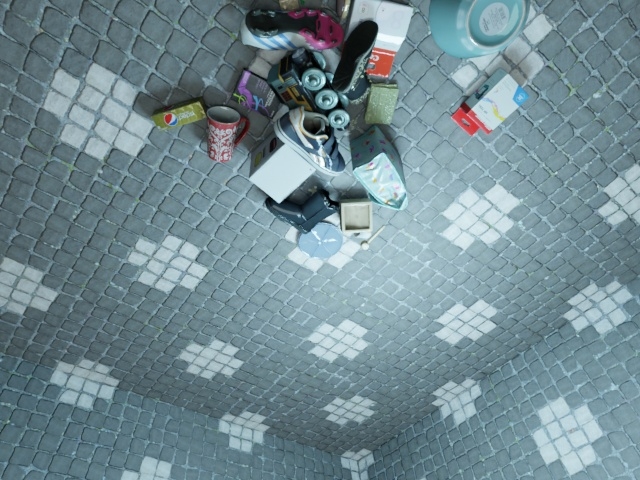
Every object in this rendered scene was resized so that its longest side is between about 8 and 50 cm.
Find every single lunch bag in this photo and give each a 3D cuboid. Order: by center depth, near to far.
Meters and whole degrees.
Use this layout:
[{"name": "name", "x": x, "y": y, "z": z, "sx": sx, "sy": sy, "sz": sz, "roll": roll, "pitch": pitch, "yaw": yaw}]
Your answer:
[{"name": "lunch bag", "x": 0.232, "y": -0.258, "z": 1.598, "sx": 0.160, "sy": 0.223, "sz": 0.262, "roll": -29, "pitch": 127, "yaw": 23}]

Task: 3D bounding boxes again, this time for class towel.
[{"name": "towel", "x": 0.219, "y": -0.492, "z": 1.541, "sx": 0.110, "sy": 0.027, "sz": 0.148, "roll": 0, "pitch": 126, "yaw": -7}]

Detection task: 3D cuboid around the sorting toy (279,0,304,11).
[{"name": "sorting toy", "x": -0.082, "y": -0.731, "z": 1.336, "sx": 0.084, "sy": 0.012, "sz": 0.061, "roll": -13, "pitch": 130, "yaw": 4}]

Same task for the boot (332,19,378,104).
[{"name": "boot", "x": 0.130, "y": -0.574, "z": 1.402, "sx": 0.085, "sy": 0.179, "sz": 0.236, "roll": 30, "pitch": 99, "yaw": 18}]

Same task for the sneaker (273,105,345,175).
[{"name": "sneaker", "x": 0.001, "y": -0.331, "z": 1.448, "sx": 0.128, "sy": 0.126, "sz": 0.321, "roll": -29, "pitch": 141, "yaw": 33}]

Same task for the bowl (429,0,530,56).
[{"name": "bowl", "x": 0.512, "y": -0.707, "z": 1.321, "sx": 0.312, "sy": 0.163, "sz": 0.311, "roll": -3, "pitch": 127, "yaw": -4}]

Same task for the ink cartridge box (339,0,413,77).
[{"name": "ink cartridge box", "x": 0.175, "y": -0.658, "z": 1.393, "sx": 0.189, "sy": 0.066, "sz": 0.232, "roll": 6, "pitch": 122, "yaw": -11}]

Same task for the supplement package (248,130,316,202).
[{"name": "supplement package", "x": -0.140, "y": -0.287, "z": 1.551, "sx": 0.194, "sy": 0.203, "sz": 0.149, "roll": -39, "pitch": 121, "yaw": 21}]

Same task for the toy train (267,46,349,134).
[{"name": "toy train", "x": -0.030, "y": -0.484, "z": 1.443, "sx": 0.191, "sy": 0.142, "sz": 0.334, "roll": -17, "pitch": 142, "yaw": 23}]

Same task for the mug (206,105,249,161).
[{"name": "mug", "x": -0.334, "y": -0.371, "z": 1.522, "sx": 0.151, "sy": 0.113, "sz": 0.169, "roll": 5, "pitch": 135, "yaw": -15}]

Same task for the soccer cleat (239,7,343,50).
[{"name": "soccer cleat", "x": -0.095, "y": -0.657, "z": 1.345, "sx": 0.332, "sy": 0.143, "sz": 0.115, "roll": -5, "pitch": 93, "yaw": -25}]

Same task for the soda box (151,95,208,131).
[{"name": "soda box", "x": -0.488, "y": -0.441, "z": 1.489, "sx": 0.182, "sy": 0.058, "sz": 0.061, "roll": -15, "pitch": 127, "yaw": 5}]

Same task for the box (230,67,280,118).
[{"name": "box", "x": -0.215, "y": -0.507, "z": 1.484, "sx": 0.162, "sy": 0.029, "sz": 0.116, "roll": 20, "pitch": 123, "yaw": -21}]

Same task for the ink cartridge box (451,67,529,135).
[{"name": "ink cartridge box", "x": 0.611, "y": -0.486, "z": 1.552, "sx": 0.134, "sy": 0.077, "sz": 0.231, "roll": 31, "pitch": 119, "yaw": -25}]

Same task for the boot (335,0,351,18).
[{"name": "boot", "x": -0.001, "y": -0.801, "z": 1.265, "sx": 0.207, "sy": 0.090, "sz": 0.248, "roll": 6, "pitch": 129, "yaw": 4}]

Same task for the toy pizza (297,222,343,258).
[{"name": "toy pizza", "x": 0.000, "y": 0.000, "z": 1.893, "sx": 0.202, "sy": 0.032, "sz": 0.201, "roll": -2, "pitch": 126, "yaw": -3}]

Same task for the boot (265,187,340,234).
[{"name": "boot", "x": -0.069, "y": -0.148, "z": 1.717, "sx": 0.247, "sy": 0.094, "sz": 0.207, "roll": 35, "pitch": 124, "yaw": -27}]

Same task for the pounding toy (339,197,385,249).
[{"name": "pounding toy", "x": 0.174, "y": -0.070, "z": 1.789, "sx": 0.181, "sy": 0.094, "sz": 0.205, "roll": -4, "pitch": 107, "yaw": -3}]

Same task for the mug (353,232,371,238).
[{"name": "mug", "x": 0.191, "y": -0.041, "z": 1.864, "sx": 0.064, "sy": 0.062, "sz": 0.078, "roll": 17, "pitch": 132, "yaw": -27}]

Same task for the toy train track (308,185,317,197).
[{"name": "toy train track", "x": -0.031, "y": -0.186, "z": 1.758, "sx": 0.048, "sy": 0.014, "sz": 0.083, "roll": 11, "pitch": 126, "yaw": -14}]
